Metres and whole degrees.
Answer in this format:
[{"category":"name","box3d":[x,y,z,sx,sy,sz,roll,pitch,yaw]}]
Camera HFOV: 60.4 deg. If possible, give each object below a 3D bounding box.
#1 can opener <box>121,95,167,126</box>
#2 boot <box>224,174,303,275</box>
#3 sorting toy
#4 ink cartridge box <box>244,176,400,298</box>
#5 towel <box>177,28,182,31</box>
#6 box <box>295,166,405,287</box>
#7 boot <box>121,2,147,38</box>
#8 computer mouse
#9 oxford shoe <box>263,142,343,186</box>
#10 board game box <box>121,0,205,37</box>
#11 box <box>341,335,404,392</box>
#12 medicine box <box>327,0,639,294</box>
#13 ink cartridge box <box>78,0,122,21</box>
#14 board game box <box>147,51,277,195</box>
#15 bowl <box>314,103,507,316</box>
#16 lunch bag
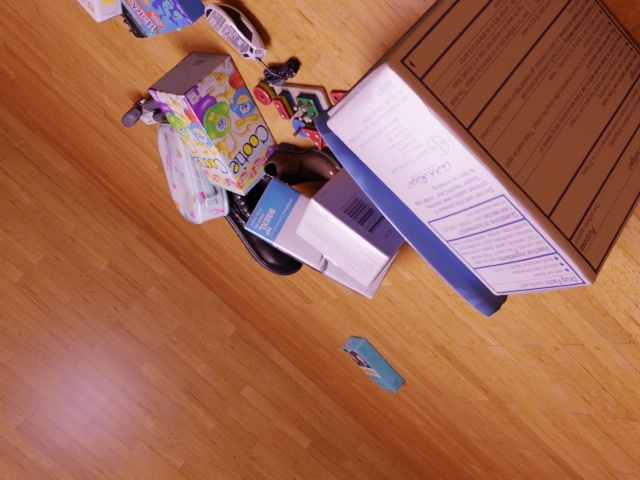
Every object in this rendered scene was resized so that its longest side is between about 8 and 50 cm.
[{"category":"can opener","box3d":[-0.467,-0.347,1.513,0.283,0.095,0.076,8,143,54]},{"category":"boot","box3d":[-0.144,-0.044,1.519,0.348,0.131,0.260,46,158,-13]},{"category":"sorting toy","box3d":[-0.023,-0.234,1.071,0.274,0.046,0.132,20,151,41]},{"category":"ink cartridge box","box3d":[0.000,0.000,1.232,0.307,0.129,0.223,29,176,-2]},{"category":"towel","box3d":[-0.312,-0.490,1.084,0.113,0.023,0.152,43,158,-5]},{"category":"box","box3d":[0.083,-0.042,1.060,0.181,0.182,0.119,38,143,6]},{"category":"boot","box3d":[-0.404,-0.491,1.200,0.121,0.045,0.099,30,155,46]},{"category":"computer mouse","box3d":[-0.126,-0.364,1.001,0.193,0.042,0.106,43,164,-21]},{"category":"oxford shoe","box3d":[-0.038,-0.149,1.196,0.227,0.096,0.083,13,144,46]},{"category":"board game box","box3d":[-0.322,-0.475,1.036,0.210,0.047,0.160,15,149,51]},{"category":"box","box3d":[0.193,0.454,2.017,0.244,0.060,0.100,48,157,-18]},{"category":"medicine box","box3d":[0.206,-0.133,0.597,0.289,0.263,0.149,45,158,-10]},{"category":"ink cartridge box","box3d":[-0.470,-0.602,0.958,0.304,0.072,0.307,49,151,9]},{"category":"board game box","box3d":[-0.227,-0.257,1.230,0.144,0.142,0.275,21,151,40]},{"category":"bowl","box3d":[0.150,-0.062,0.824,0.391,0.077,0.391,45,-167,-14]},{"category":"lunch bag","box3d":[-0.329,-0.183,1.447,0.224,0.107,0.279,16,122,55]}]
